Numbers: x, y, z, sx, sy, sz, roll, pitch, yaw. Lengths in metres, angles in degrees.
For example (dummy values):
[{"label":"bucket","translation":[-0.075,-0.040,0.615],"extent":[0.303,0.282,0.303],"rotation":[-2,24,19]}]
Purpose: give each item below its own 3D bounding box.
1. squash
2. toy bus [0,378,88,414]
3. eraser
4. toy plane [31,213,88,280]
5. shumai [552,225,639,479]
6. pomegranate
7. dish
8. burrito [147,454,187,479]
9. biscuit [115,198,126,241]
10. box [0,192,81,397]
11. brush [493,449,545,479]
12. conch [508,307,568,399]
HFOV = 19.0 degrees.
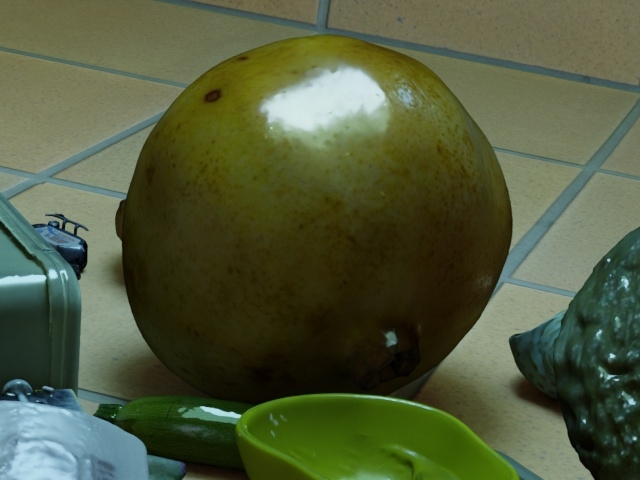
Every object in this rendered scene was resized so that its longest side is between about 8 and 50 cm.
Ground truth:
[{"label":"squash","translation":[-0.098,0.186,1.837],"extent":[0.252,0.066,0.066],"rotation":[8,17,4]},{"label":"toy bus","translation":[-0.328,0.177,1.754],"extent":[0.226,0.074,0.081],"rotation":[-1,19,-24]},{"label":"eraser","translation":[-0.214,0.241,1.469],"extent":[0.174,0.095,0.270],"rotation":[12,30,-16]},{"label":"toy plane","translation":[-0.353,-0.001,2.342],"extent":[0.197,0.053,0.078],"rotation":[21,30,24]},{"label":"shumai","translation":[0.444,0.155,1.795],"extent":[0.397,0.324,0.323],"rotation":[12,-8,37]},{"label":"pomegranate","translation":[0.000,0.000,1.976],"extent":[0.417,0.416,0.416],"rotation":[7,18,-2]},{"label":"dish","translation":[0.049,0.229,1.692],"extent":[0.221,0.108,0.262],"rotation":[-4,19,-32]},{"label":"burrito","translation":[-0.245,0.231,1.634],"extent":[0.309,0.066,0.096],"rotation":[-8,28,-39]},{"label":"biscuit","translation":[-0.087,-0.015,2.325],"extent":[0.326,0.107,0.326],"rotation":[-4,0,0]},{"label":"box","translation":[-0.454,0.062,1.901],"extent":[0.344,0.177,0.352],"rotation":[-3,21,-26]},{"label":"brush","translation":[0.241,0.256,1.814],"extent":[0.042,0.039,0.299],"rotation":[-40,31,-12]},{"label":"conch","translation":[0.274,0.129,2.115],"extent":[0.135,0.102,0.153],"rotation":[0,-17,13]}]
